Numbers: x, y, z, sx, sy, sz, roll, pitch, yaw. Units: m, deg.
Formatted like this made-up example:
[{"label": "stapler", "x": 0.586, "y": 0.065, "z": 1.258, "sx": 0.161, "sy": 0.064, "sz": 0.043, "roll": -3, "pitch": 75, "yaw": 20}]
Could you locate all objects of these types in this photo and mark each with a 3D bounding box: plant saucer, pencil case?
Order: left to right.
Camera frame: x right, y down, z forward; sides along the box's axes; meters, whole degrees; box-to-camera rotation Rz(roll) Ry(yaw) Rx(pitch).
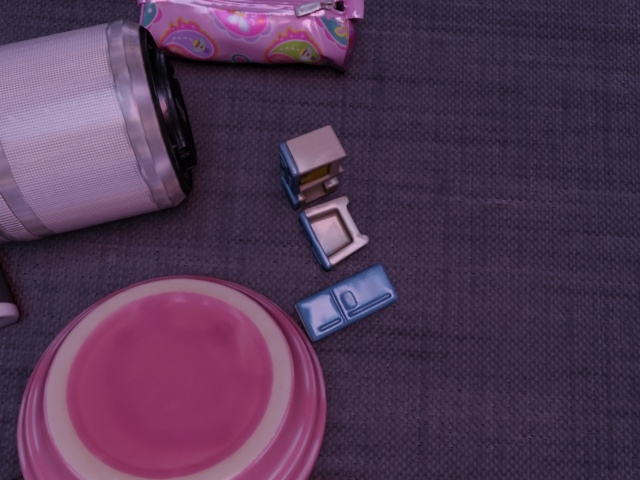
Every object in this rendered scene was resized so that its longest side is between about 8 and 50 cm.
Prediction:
[{"label": "plant saucer", "x": -0.156, "y": 0.165, "z": 0.670, "sx": 0.333, "sy": 0.084, "sz": 0.332, "roll": 3, "pitch": 51, "yaw": -3}, {"label": "pencil case", "x": -0.088, "y": -0.291, "z": 0.809, "sx": 0.284, "sy": 0.124, "sz": 0.124, "roll": 5, "pitch": 79, "yaw": 0}]

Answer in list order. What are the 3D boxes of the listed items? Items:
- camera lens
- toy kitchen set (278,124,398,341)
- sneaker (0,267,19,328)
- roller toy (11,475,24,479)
[{"label": "camera lens", "x": -0.295, "y": -0.121, "z": 0.719, "sx": 0.275, "sy": 0.219, "sz": 0.219, "roll": -14, "pitch": 80, "yaw": -5}, {"label": "toy kitchen set", "x": 0.000, "y": 0.000, "z": 0.734, "sx": 0.122, "sy": 0.166, "sz": 0.207, "roll": -26, "pitch": 81, "yaw": -7}, {"label": "sneaker", "x": -0.519, "y": 0.054, "z": 0.712, "sx": 0.296, "sy": 0.104, "sz": 0.146, "roll": -10, "pitch": 73, "yaw": -30}, {"label": "roller toy", "x": -0.315, "y": 0.358, "z": 0.667, "sx": 0.191, "sy": 0.146, "sz": 0.209, "roll": -5, "pitch": 80, "yaw": -3}]
